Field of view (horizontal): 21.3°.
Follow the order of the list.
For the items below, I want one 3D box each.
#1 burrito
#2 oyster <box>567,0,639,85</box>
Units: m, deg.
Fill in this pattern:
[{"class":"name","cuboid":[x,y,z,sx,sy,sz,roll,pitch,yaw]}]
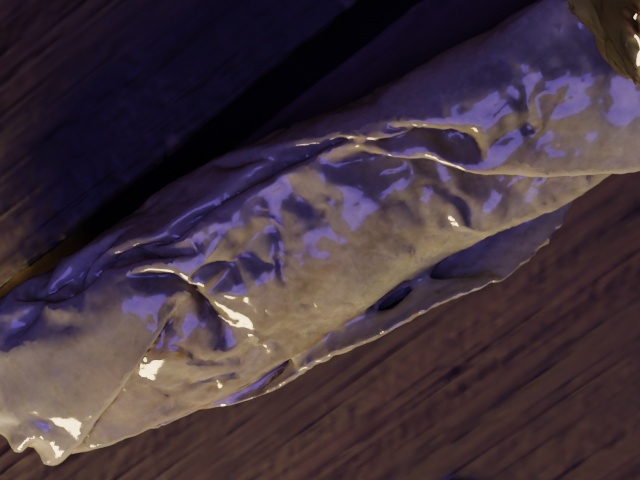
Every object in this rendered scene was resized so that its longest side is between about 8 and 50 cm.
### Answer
[{"class":"burrito","cuboid":[0.000,0.000,0.814,0.392,0.076,0.117,-28,99,11]},{"class":"oyster","cuboid":[0.138,-0.166,0.701,0.110,0.166,0.341,-29,100,-13]}]
